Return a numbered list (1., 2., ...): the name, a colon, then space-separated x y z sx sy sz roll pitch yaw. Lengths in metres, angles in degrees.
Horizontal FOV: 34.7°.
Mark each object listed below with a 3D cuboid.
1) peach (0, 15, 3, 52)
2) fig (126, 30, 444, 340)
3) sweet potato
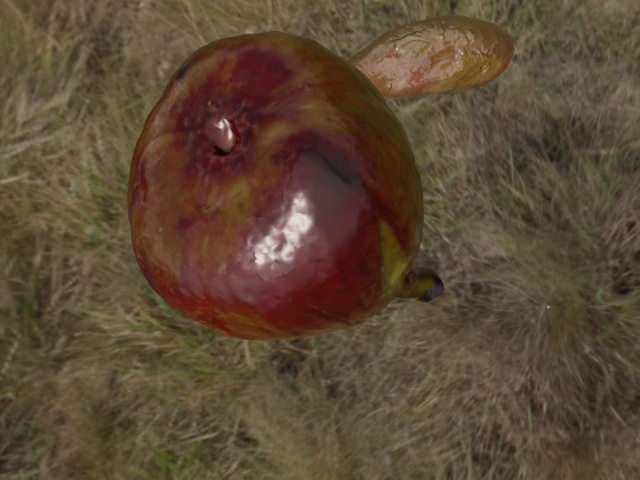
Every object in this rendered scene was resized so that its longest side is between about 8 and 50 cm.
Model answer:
1. peach: -0.425 -0.206 1.038 0.232 0.232 0.232 -1 86 12
2. fig: 0.021 -0.018 0.673 0.190 0.290 0.191 -26 57 48
3. sweet potato: 0.102 -0.217 1.290 0.385 0.109 0.109 -20 80 -29
